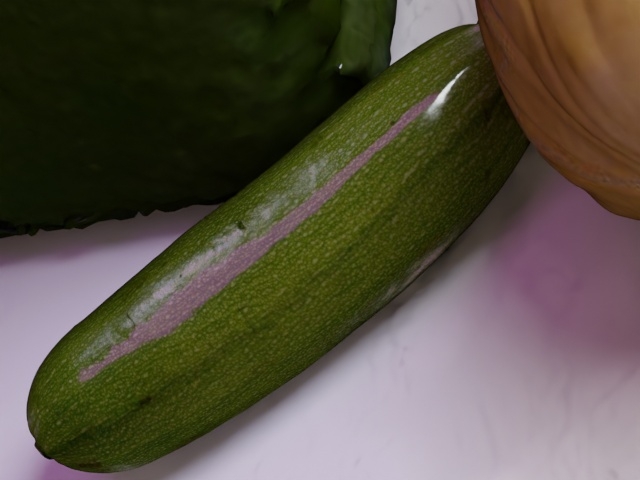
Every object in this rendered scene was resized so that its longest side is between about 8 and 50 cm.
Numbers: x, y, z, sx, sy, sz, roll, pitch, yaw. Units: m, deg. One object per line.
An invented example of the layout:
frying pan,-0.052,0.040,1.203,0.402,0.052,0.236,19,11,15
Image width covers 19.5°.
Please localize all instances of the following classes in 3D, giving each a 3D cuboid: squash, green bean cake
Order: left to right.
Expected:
green bean cake,-0.156,-0.160,0.697,0.319,0.335,0.218,-8,55,23
squash,0.000,0.000,0.664,0.252,0.066,0.066,-39,46,3

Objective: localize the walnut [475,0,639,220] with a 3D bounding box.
walnut,0.146,-0.103,0.568,0.195,0.195,0.222,-6,48,30
